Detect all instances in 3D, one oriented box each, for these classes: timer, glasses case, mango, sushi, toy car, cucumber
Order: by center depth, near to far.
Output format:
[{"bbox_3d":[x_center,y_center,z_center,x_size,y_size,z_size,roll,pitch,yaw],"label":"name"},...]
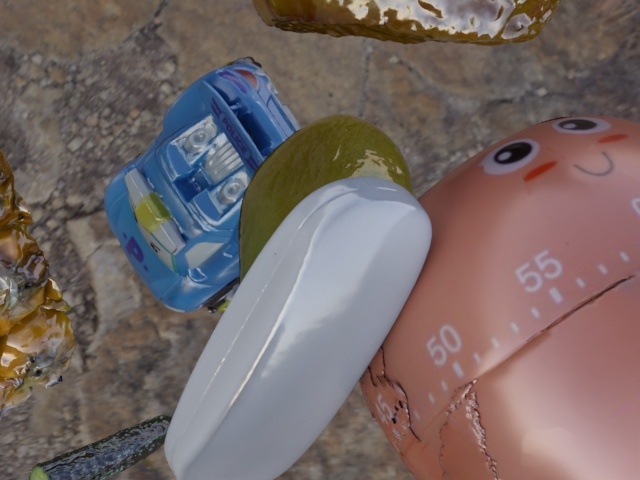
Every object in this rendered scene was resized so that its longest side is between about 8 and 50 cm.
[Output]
[{"bbox_3d":[-0.013,0.051,0.568,0.074,0.193,0.049,5,37,-38],"label":"glasses case"},{"bbox_3d":[0.025,-0.174,0.606,0.149,0.287,0.140,6,98,-24],"label":"sushi"},{"bbox_3d":[0.136,0.052,0.621,0.229,0.229,0.215,-25,63,-29],"label":"timer"},{"bbox_3d":[0.006,-0.004,0.859,0.091,0.137,0.237,48,23,-35],"label":"mango"},{"bbox_3d":[-0.123,-0.038,1.199,0.166,0.314,0.198,-23,77,-49],"label":"toy car"},{"bbox_3d":[-0.331,0.342,1.883,0.293,0.067,0.067,-17,86,-46],"label":"cucumber"}]

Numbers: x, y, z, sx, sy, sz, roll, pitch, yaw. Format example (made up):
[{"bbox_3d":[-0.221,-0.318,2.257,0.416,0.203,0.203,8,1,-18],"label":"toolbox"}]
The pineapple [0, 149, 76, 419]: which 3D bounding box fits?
[{"bbox_3d":[-0.329,-0.040,0.685,0.344,0.286,0.209,33,53,25],"label":"pineapple"}]
